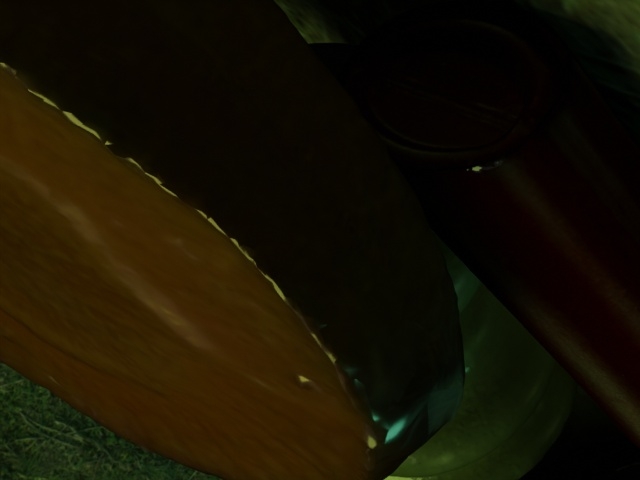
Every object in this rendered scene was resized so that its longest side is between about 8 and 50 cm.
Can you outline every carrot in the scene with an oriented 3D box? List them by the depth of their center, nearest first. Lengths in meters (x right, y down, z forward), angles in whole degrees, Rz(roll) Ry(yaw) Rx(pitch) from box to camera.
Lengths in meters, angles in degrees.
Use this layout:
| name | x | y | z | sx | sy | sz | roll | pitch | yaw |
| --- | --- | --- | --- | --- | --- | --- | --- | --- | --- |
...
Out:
| name | x | y | z | sx | sy | sz | roll | pitch | yaw |
| --- | --- | --- | --- | --- | --- | --- | --- | --- | --- |
| carrot | -0.086 | -0.016 | 0.501 | 0.307 | 0.100 | 0.258 | 34 | 154 | 24 |

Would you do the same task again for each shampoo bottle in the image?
| name | x | y | z | sx | sy | sz | roll | pitch | yaw |
| --- | --- | --- | --- | --- | --- | --- | --- | --- | --- |
| shampoo bottle | 0.111 | 0.025 | 0.510 | 0.260 | 0.064 | 0.102 | 45 | 169 | -36 |

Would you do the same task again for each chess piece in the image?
| name | x | y | z | sx | sy | sz | roll | pitch | yaw |
| --- | --- | --- | --- | --- | --- | --- | --- | --- | --- |
| chess piece | 0.026 | 0.009 | 0.645 | 0.144 | 0.144 | 0.251 | 35 | 165 | 35 |

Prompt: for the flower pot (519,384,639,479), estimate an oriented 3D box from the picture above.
| name | x | y | z | sx | sy | sz | roll | pitch | yaw |
| --- | --- | --- | --- | --- | --- | --- | --- | --- | --- |
| flower pot | 0.154 | 0.175 | 0.780 | 0.148 | 0.235 | 0.235 | 19 | -169 | -47 |
